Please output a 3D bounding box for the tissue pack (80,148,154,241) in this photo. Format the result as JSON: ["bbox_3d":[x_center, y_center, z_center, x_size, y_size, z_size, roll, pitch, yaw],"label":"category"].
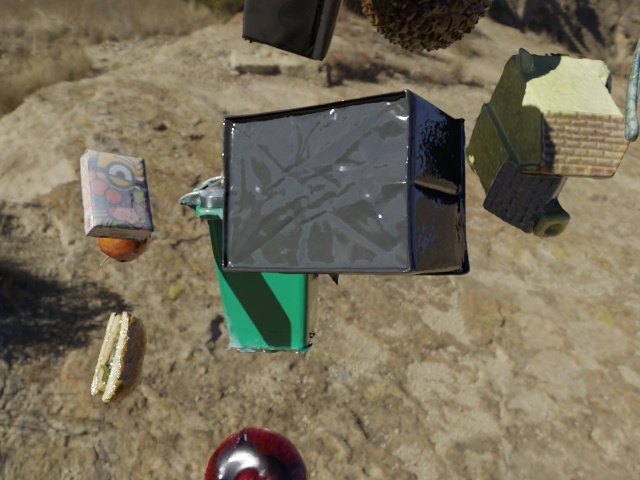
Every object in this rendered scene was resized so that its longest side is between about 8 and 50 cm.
[{"bbox_3d":[-0.352,-0.077,1.099,0.109,0.060,0.148,5,63,-39],"label":"tissue pack"}]

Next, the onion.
[{"bbox_3d":[-0.170,0.612,1.618,0.273,0.273,0.285,24,-7,14],"label":"onion"}]

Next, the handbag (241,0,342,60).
[{"bbox_3d":[-0.062,-0.559,1.494,0.223,0.246,0.080,18,44,0],"label":"handbag"}]

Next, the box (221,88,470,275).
[{"bbox_3d":[0.032,-0.072,0.992,0.345,0.251,0.204,-2,-4,33],"label":"box"}]

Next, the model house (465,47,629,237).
[{"bbox_3d":[0.459,-0.169,1.248,0.261,0.321,0.266,1,49,-11],"label":"model house"}]

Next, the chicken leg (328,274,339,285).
[{"bbox_3d":[0.000,0.000,1.620,0.233,0.063,0.105,63,30,-4],"label":"chicken leg"}]

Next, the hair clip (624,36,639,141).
[{"bbox_3d":[0.431,-0.243,0.837,0.036,0.229,0.066,18,6,24],"label":"hair clip"}]

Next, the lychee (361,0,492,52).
[{"bbox_3d":[0.175,-0.458,1.091,0.268,0.267,0.267,12,28,-7],"label":"lychee"}]

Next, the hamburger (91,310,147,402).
[{"bbox_3d":[-0.571,0.345,1.858,0.124,0.262,0.131,-10,-28,43],"label":"hamburger"}]

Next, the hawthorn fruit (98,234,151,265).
[{"bbox_3d":[-0.483,-0.005,1.567,0.125,0.140,0.125,24,39,-21],"label":"hawthorn fruit"}]

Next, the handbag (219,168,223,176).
[{"bbox_3d":[-0.200,-0.040,1.705,0.149,0.283,0.301,2,60,-31],"label":"handbag"}]

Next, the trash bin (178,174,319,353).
[{"bbox_3d":[-0.130,0.039,1.413,0.295,0.381,0.259,0,16,8],"label":"trash bin"}]
